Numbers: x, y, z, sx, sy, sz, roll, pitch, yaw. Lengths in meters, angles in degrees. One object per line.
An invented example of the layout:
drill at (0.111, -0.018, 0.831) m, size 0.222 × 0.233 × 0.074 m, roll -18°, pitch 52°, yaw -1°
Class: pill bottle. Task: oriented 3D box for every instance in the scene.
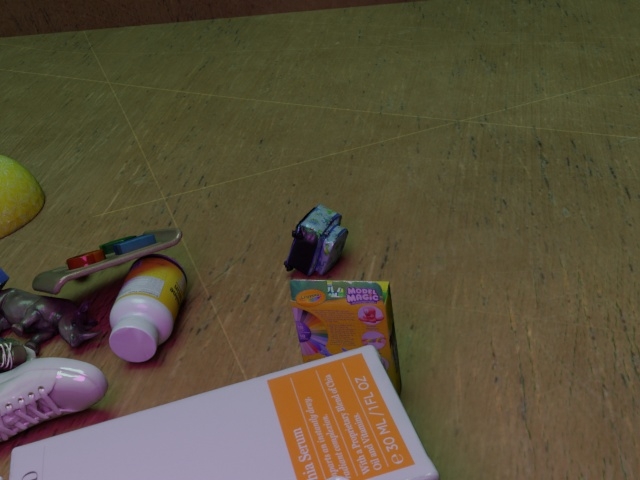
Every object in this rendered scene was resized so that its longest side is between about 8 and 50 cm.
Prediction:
pill bottle at (-0.285, 0.111, 1.283) m, size 0.103 × 0.103 × 0.184 m, roll -5°, pitch 34°, yaw 7°

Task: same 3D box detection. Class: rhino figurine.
rhino figurine at (-0.474, 0.134, 1.326) m, size 0.243 × 0.073 × 0.106 m, roll 6°, pitch 39°, yaw 20°

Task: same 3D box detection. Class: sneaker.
sneaker at (-0.445, 0.253, 1.124) m, size 0.290 × 0.106 × 0.123 m, roll -13°, pitch 38°, yaw 13°
sneaker at (-0.498, 0.173, 1.204) m, size 0.086 × 0.192 × 0.064 m, roll 1°, pitch 77°, yaw -4°

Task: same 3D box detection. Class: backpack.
backpack at (0.000, 0.000, 1.385) m, size 0.084 × 0.105 × 0.114 m, roll 25°, pitch 41°, yaw 9°

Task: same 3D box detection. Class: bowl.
bowl at (-0.771, -0.118, 1.710) m, size 0.290 × 0.156 × 0.289 m, roll -6°, pitch 33°, yaw 4°

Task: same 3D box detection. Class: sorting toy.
sorting toy at (-0.394, 0.027, 1.375) m, size 0.229 × 0.041 × 0.307 m, roll -25°, pitch 11°, yaw -28°

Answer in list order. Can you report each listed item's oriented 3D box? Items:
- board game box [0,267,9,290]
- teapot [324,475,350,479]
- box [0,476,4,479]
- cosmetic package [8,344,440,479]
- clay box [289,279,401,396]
board game box at (-0.635, 0.133, 1.330) m, size 0.136 × 0.035 × 0.201 m, roll -37°, pitch 7°, yaw 47°
teapot at (0.009, 0.391, 0.677) m, size 0.252 × 0.187 × 0.256 m, roll -34°, pitch 49°, yaw -22°
box at (-0.452, 0.387, 0.890) m, size 0.182 × 0.119 × 0.181 m, roll -8°, pitch 33°, yaw 1°
cosmetic package at (-0.109, 0.302, 0.896) m, size 0.453 × 0.161 × 0.230 m, roll -16°, pitch 33°, yaw -8°
clay box at (0.037, 0.131, 1.062) m, size 0.128 × 0.222 × 0.053 m, roll 1°, pitch 34°, yaw 15°
